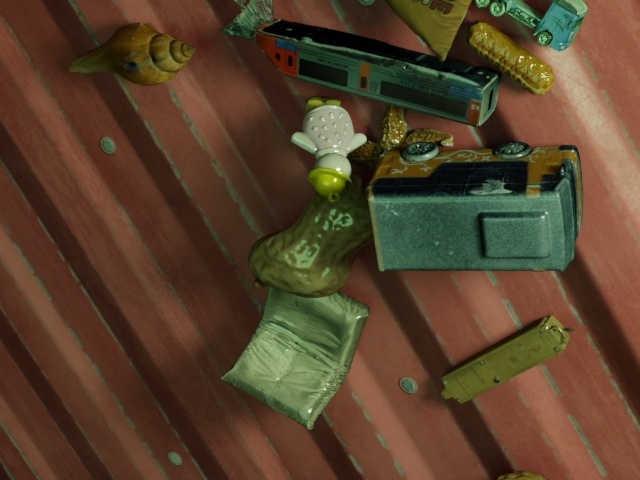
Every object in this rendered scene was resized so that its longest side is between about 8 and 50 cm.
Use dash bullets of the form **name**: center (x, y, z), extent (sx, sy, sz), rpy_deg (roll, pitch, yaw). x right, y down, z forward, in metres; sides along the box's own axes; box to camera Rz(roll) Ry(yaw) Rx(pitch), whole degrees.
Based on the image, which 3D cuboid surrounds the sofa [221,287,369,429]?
- **sofa**: center (-0.043, 0.188, 2.198), extent (0.210, 0.176, 0.225), rpy_deg (29, 127, 14)

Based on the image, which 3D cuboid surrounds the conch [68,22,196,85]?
- **conch**: center (-0.351, -0.328, 2.148), extent (0.330, 0.093, 0.109), rpy_deg (-2, 121, 32)

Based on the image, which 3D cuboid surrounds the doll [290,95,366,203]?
- **doll**: center (0.015, -0.153, 1.975), extent (0.129, 0.207, 0.081), rpy_deg (1, 151, -12)

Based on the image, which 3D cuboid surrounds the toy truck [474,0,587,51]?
- **toy truck**: center (0.310, -0.358, 1.769), extent (0.175, 0.067, 0.081), rpy_deg (36, 122, 13)

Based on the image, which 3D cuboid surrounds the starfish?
- **starfish**: center (0.122, -0.133, 2.014), extent (0.241, 0.043, 0.227), rpy_deg (-1, 113, 36)

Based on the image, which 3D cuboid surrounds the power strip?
- **power strip**: center (0.325, 0.209, 2.082), extent (0.305, 0.044, 0.064), rpy_deg (-36, 94, 40)

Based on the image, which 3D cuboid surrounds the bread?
- **bread**: center (0.291, -0.281, 1.830), extent (0.157, 0.044, 0.052), rpy_deg (38, 134, 9)

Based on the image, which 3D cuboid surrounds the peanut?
- **peanut**: center (0.004, 0.009, 2.072), extent (0.291, 0.143, 0.159), rpy_deg (-38, 96, 32)

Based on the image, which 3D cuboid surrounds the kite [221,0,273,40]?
- **kite**: center (-0.128, -0.396, 2.036), extent (0.156, 0.011, 0.139), rpy_deg (48, 126, -3)

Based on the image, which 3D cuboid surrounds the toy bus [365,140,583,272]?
- **toy bus**: center (0.242, -0.051, 1.872), extent (0.324, 0.194, 0.161), rpy_deg (0, 119, 18)

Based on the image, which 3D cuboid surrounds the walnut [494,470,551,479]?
- **walnut**: center (0.355, 0.538, 2.134), extent (0.225, 0.257, 0.257), rpy_deg (12, 127, -14)

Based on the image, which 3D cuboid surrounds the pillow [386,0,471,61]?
- **pillow**: center (0.140, -0.473, 1.760), extent (0.312, 0.119, 0.310), rpy_deg (41, 126, 16)

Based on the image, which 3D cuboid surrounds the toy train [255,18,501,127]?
- **toy train**: center (0.085, -0.274, 1.928), extent (0.409, 0.086, 0.089), rpy_deg (17, 125, 22)
